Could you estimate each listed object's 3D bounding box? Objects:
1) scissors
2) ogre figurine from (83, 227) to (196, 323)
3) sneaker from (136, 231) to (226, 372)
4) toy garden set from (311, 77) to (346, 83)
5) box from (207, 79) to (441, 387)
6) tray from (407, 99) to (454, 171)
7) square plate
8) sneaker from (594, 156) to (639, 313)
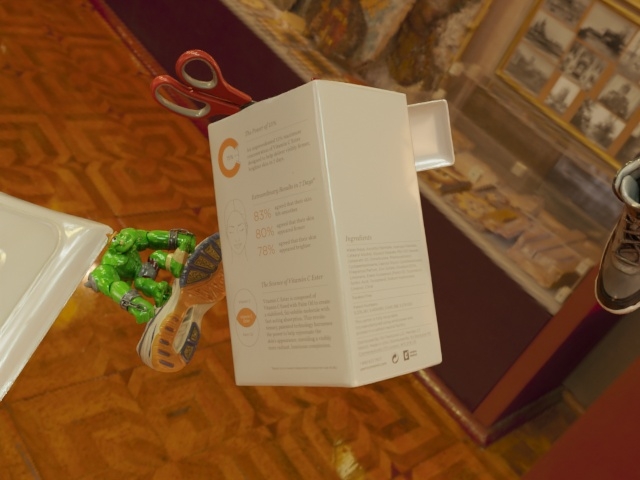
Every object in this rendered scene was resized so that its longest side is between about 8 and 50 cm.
[{"bbox_3d":[-0.115,-0.199,1.105,0.297,0.109,0.021,21,34,-38],"label":"scissors"},{"bbox_3d":[-0.271,0.041,1.080,0.118,0.097,0.197,15,57,3],"label":"ogre figurine"},{"bbox_3d":[-0.266,0.108,1.394,0.112,0.131,0.297,42,64,-28],"label":"sneaker"},{"bbox_3d":[0.018,-0.195,1.281,0.244,0.204,0.049,30,25,-36],"label":"toy garden set"},{"bbox_3d":[0.000,0.000,0.914,0.168,0.215,0.346,-3,85,-44],"label":"box"},{"bbox_3d":[0.145,-0.210,1.547,0.270,0.145,0.030,-10,16,3],"label":"tray"},{"bbox_3d":[-0.579,0.062,1.209,0.347,0.049,0.344,16,61,20],"label":"square plate"},{"bbox_3d":[0.436,-0.021,0.983,0.153,0.269,0.101,6,24,-46],"label":"sneaker"}]
